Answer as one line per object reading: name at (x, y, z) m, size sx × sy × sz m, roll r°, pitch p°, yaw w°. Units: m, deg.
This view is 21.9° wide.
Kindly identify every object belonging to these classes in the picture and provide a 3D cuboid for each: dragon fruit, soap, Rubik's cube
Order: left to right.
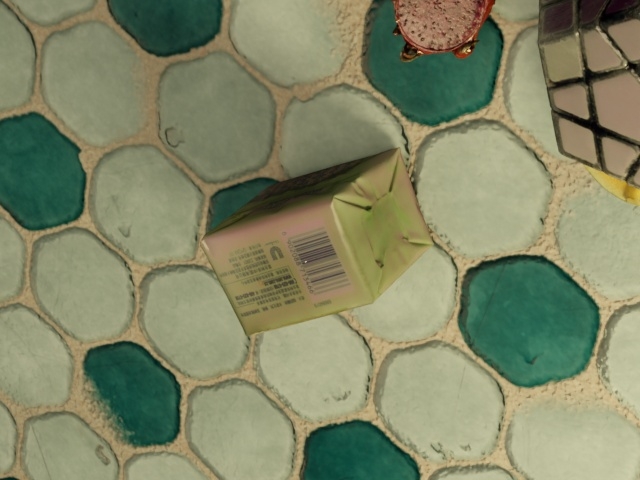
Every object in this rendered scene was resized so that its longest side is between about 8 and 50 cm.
soap at (0.000, 0.000, 1.904) m, size 0.199 × 0.182 × 0.138 m, roll -16°, pitch 105°, yaw 33°
dragon fruit at (0.136, -0.257, 1.788) m, size 0.112 × 0.068 × 0.126 m, roll 2°, pitch 100°, yaw 11°
Rubik's cube at (0.350, -0.186, 1.557) m, size 0.319 × 0.319 × 0.264 m, roll -51°, pitch 53°, yaw 35°

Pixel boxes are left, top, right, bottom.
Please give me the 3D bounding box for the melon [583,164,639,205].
melon at (0.334, -0.107, 1.743) m, size 0.160 × 0.079 × 0.128 m, roll 41°, pitch 145°, yaw 6°
